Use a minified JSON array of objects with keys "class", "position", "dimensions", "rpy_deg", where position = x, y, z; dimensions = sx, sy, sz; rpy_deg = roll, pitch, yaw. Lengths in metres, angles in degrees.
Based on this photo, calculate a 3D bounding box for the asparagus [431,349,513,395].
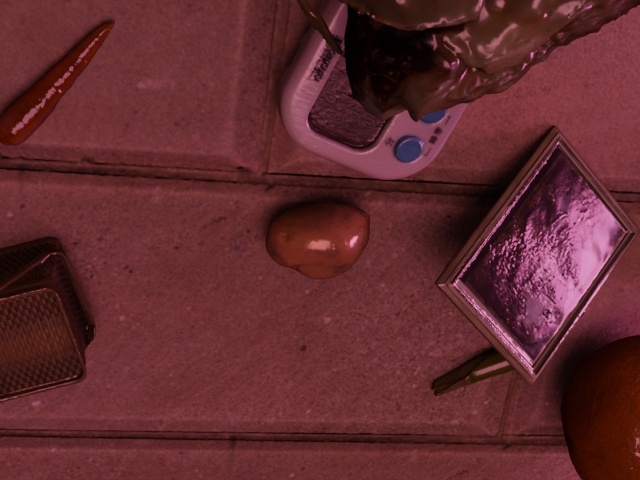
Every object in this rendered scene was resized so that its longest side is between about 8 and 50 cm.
[{"class":"asparagus","position":[0.253,0.194,1.871],"dimensions":[0.178,0.041,0.045],"rpy_deg":[-20,165,2]}]

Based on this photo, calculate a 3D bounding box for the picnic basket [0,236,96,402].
[{"class":"picnic basket","position":[-0.450,0.117,1.643],"dimensions":[0.266,0.139,0.165],"rpy_deg":[-14,120,-2]}]

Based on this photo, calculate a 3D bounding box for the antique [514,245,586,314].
[{"class":"antique","position":[0.290,0.060,1.775],"dimensions":[0.086,0.088,0.183],"rpy_deg":[-43,117,13]}]

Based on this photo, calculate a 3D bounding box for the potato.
[{"class":"potato","position":[-0.003,-0.001,1.681],"dimensions":[0.147,0.112,0.112],"rpy_deg":[-3,119,-2]}]

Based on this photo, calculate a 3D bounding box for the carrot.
[{"class":"carrot","position":[-0.335,-0.200,1.544],"dimensions":[0.216,0.048,0.048],"rpy_deg":[-45,117,8]}]

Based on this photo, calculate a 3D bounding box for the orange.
[{"class":"orange","position":[0.495,0.267,1.847],"dimensions":[0.264,0.264,0.264],"rpy_deg":[-4,119,-8]}]

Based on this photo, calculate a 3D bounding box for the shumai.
[{"class":"shumai","position":[0.141,-0.295,1.357],"dimensions":[0.395,0.395,0.348],"rpy_deg":[35,94,-25]}]

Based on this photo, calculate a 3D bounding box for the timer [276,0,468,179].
[{"class":"timer","position":[0.081,-0.217,1.583],"dimensions":[0.237,0.087,0.262],"rpy_deg":[21,113,-21]}]

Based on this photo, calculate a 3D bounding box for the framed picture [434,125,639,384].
[{"class":"framed picture","position":[0.316,0.023,1.709],"dimensions":[0.232,0.019,0.296],"rpy_deg":[45,74,-25]}]
